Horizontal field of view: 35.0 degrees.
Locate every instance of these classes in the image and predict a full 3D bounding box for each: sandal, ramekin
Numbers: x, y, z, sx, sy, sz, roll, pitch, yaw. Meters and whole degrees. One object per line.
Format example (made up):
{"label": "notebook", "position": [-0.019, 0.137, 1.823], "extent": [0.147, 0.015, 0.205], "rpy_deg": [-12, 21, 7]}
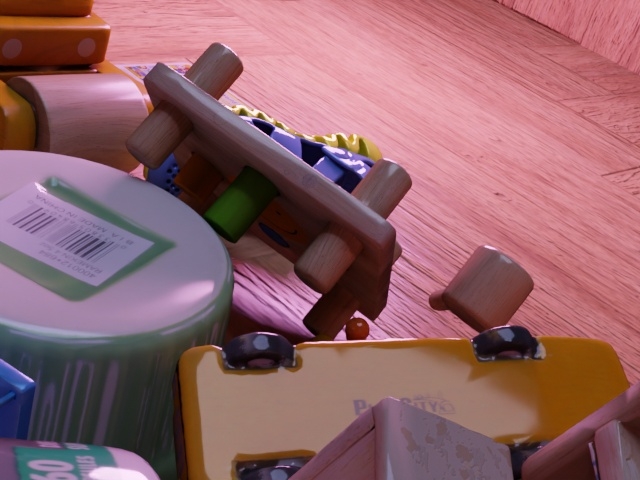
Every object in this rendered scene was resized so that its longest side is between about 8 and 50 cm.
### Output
{"label": "sandal", "position": [-0.043, -0.066, 1.153], "extent": [0.317, 0.126, 0.138], "rpy_deg": [1, 36, -28]}
{"label": "ramekin", "position": [-0.212, 0.054, 0.783], "extent": [0.303, 0.148, 0.303], "rpy_deg": [15, 27, -8]}

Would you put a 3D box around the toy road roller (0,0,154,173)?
{"label": "toy road roller", "position": [-0.325, -0.232, 1.142], "extent": [0.202, 0.241, 0.329], "rpy_deg": [-13, 40, -45]}

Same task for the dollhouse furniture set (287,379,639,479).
{"label": "dollhouse furniture set", "position": [0.123, 0.271, 0.517], "extent": [0.394, 0.256, 0.362], "rpy_deg": [25, 42, -21]}

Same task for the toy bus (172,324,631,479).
{"label": "toy bus", "position": [0.064, 0.137, 0.712], "extent": [0.332, 0.130, 0.108], "rpy_deg": [0, 57, -16]}

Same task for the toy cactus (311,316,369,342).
{"label": "toy cactus", "position": [0.041, 0.162, 0.816], "extent": [0.219, 0.112, 0.180], "rpy_deg": [27, 37, -2]}

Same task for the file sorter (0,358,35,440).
{"label": "file sorter", "position": [-0.252, 0.138, 0.580], "extent": [0.118, 0.170, 0.104], "rpy_deg": [29, 31, 18]}

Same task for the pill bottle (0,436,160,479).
{"label": "pill bottle", "position": [-0.245, 0.163, 0.354], "extent": [0.361, 0.204, 0.204], "rpy_deg": [9, 29, -23]}

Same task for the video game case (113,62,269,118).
{"label": "video game case", "position": [-0.193, -0.182, 1.372], "extent": [0.206, 0.026, 0.227], "rpy_deg": [-12, 39, -45]}

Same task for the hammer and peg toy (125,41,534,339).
{"label": "hammer and peg toy", "position": [0.000, 0.000, 0.929], "extent": [0.361, 0.127, 0.266], "rpy_deg": [36, -14, 11]}
